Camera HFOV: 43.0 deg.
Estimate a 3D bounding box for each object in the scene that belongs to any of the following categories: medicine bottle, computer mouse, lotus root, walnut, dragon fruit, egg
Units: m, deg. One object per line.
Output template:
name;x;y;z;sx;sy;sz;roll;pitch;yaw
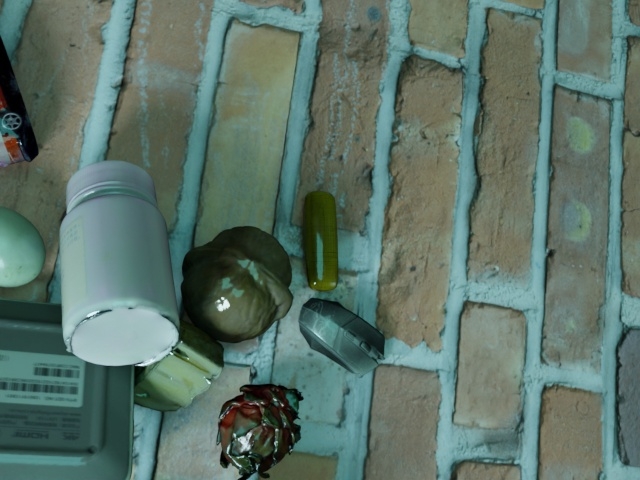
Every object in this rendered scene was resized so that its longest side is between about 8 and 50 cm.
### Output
medicine bottle;-0.399;0.040;1.589;0.213;0.214;0.379;-2;52;-18
computer mouse;0.053;0.213;1.831;0.231;0.071;0.126;36;70;-7
lotus root;-0.292;0.248;1.647;0.119;0.235;0.138;29;41;-26
walnut;-0.172;0.091;1.702;0.248;0.248;0.248;4;76;-17
dragon fruit;-0.128;0.389;1.683;0.182;0.182;0.188;48;28;-2
egg;-0.641;0.010;1.618;0.192;0.149;0.149;39;69;-7

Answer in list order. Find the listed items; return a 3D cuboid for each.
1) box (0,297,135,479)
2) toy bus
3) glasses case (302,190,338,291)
box;-0.550;0.295;1.515;0.395;0.111;0.397;7;50;-21
toy bus;-0.697;-0.296;1.686;0.147;0.127;0.303;-18;85;-15
glasses case;0.000;0.000;1.869;0.079;0.064;0.234;4;76;-24
